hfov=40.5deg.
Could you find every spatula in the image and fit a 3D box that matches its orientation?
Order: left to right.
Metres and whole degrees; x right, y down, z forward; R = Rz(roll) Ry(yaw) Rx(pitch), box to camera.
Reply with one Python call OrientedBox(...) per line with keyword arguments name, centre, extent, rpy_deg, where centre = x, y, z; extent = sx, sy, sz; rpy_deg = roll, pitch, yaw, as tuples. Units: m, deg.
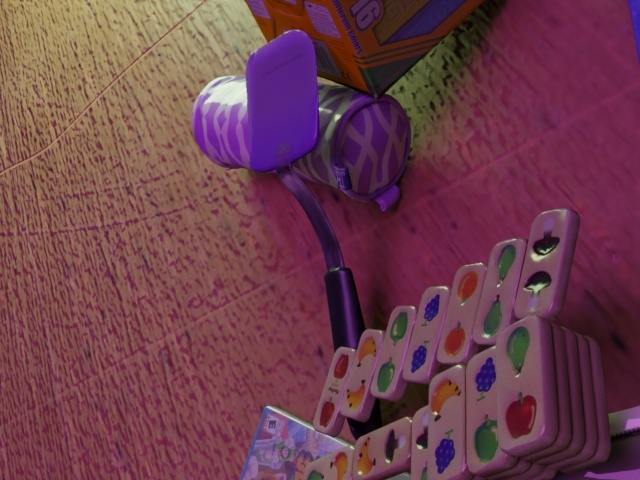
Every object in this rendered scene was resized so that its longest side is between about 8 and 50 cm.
OrientedBox(name="spatula", centre=(0.000, 0.000, 0.606), extent=(0.084, 0.030, 0.296), rpy_deg=(-17, 89, 50))

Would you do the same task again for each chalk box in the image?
OrientedBox(name="chalk box", centre=(0.051, -0.230, 0.626), extent=(0.213, 0.132, 0.132), rpy_deg=(-45, 42, -13))

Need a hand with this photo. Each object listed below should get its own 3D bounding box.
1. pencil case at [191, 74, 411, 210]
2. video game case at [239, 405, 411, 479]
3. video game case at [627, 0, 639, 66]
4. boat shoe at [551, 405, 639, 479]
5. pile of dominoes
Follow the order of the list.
OrientedBox(name="pencil case", centre=(-0.018, -0.084, 0.698), extent=(0.086, 0.088, 0.206), rpy_deg=(-39, 37, -26))
OrientedBox(name="video game case", centre=(-0.002, 0.198, 0.610), extent=(0.166, 0.015, 0.119), rpy_deg=(14, 83, 46))
OrientedBox(name="video game case", centre=(0.286, -0.143, 0.441), extent=(0.244, 0.061, 0.269), rpy_deg=(-20, 60, 38))
OrientedBox(name="boat shoe", centre=(0.181, 0.123, 0.397), extent=(0.305, 0.109, 0.091), rpy_deg=(-30, 50, 27))
OrientedBox(name="pile of dominoes", centre=(0.042, 0.106, 0.460), extent=(0.251, 0.040, 0.196), rpy_deg=(-39, 36, 47))
